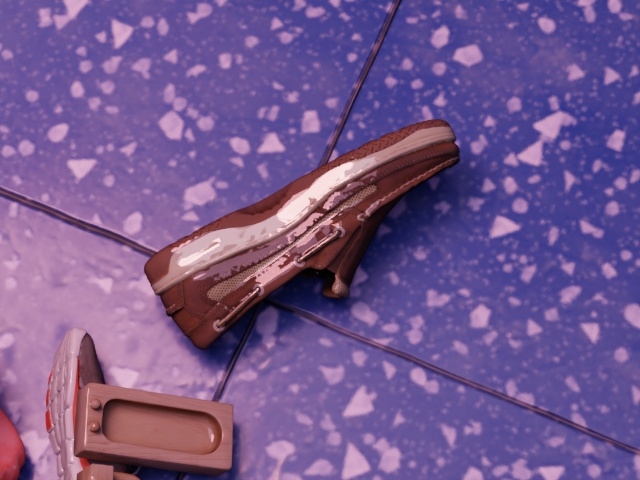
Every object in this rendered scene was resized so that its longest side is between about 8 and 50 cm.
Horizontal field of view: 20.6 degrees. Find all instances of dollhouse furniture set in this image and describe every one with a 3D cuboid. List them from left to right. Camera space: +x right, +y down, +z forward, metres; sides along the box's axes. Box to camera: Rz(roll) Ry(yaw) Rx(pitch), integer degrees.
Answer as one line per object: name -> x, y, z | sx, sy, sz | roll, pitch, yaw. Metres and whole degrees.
dollhouse furniture set -> -0.087, 0.172, 1.226 | 0.144, 0.123, 0.151 | 12, 67, -25

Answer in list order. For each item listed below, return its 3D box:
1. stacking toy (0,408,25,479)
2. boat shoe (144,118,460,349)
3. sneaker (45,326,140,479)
stacking toy -> -0.317, 0.176, 1.176 | 0.309, 0.130, 0.279 | -31, 58, -34
boat shoe -> 0.000, 0.001, 1.336 | 0.257, 0.095, 0.095 | -27, 87, -3
sneaker -> -0.164, 0.142, 1.306 | 0.065, 0.061, 0.158 | 2, 71, -25
